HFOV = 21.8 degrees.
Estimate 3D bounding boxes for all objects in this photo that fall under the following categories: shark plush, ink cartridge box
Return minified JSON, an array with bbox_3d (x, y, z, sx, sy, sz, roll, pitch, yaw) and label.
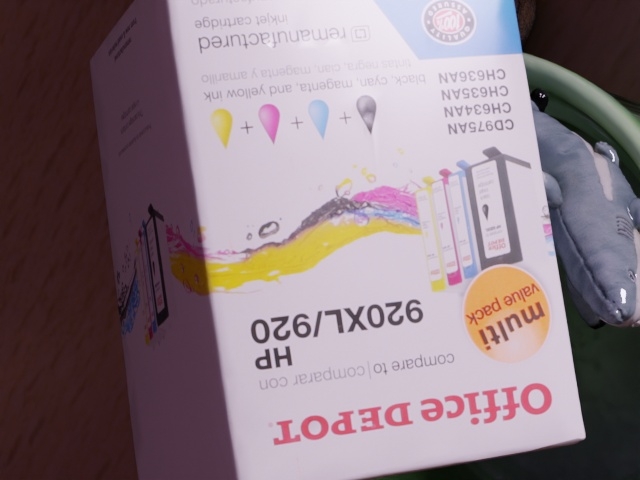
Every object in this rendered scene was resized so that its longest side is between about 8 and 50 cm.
[{"bbox_3d":[0.121,-0.031,0.799,0.073,0.067,0.161,-30,72,34],"label":"shark plush"},{"bbox_3d":[0.000,0.000,0.794,0.168,0.171,0.232,155,108,-69],"label":"ink cartridge box"}]

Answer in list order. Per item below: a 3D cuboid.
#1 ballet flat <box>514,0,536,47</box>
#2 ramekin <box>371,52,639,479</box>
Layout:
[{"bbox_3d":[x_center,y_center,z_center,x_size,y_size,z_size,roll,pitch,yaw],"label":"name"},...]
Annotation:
[{"bbox_3d":[0.003,-0.211,1.060,0.316,0.106,0.107,35,111,33],"label":"ballet flat"},{"bbox_3d":[0.113,0.048,0.944,0.303,0.148,0.303,-1,89,38],"label":"ramekin"}]
